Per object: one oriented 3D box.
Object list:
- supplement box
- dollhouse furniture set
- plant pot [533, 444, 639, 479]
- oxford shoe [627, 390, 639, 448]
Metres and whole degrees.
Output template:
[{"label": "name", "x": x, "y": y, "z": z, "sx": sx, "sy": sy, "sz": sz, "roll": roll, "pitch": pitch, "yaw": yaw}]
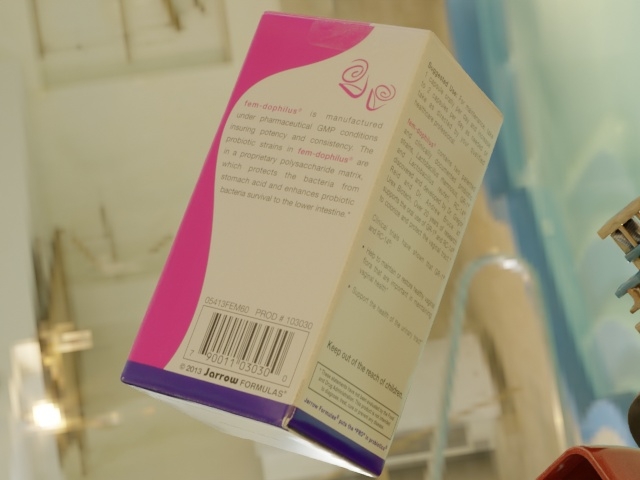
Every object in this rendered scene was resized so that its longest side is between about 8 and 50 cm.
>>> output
[{"label": "supplement box", "x": 0.000, "y": 0.000, "z": 0.920, "sx": 0.114, "sy": 0.111, "sz": 0.220, "roll": 37, "pitch": -110, "yaw": -55}, {"label": "dollhouse furniture set", "x": 0.366, "y": 0.008, "z": 1.736, "sx": 0.129, "sy": 0.129, "sz": 0.184, "roll": 50, "pitch": -158, "yaw": 4}, {"label": "plant pot", "x": 0.301, "y": 0.354, "z": 1.624, "sx": 0.267, "sy": 0.236, "sz": 0.267, "roll": -49, "pitch": 64, "yaw": 32}, {"label": "oxford shoe", "x": 0.258, "y": 0.125, "z": 0.869, "sx": 0.076, "sy": 0.212, "sz": 0.076, "roll": -48, "pitch": 0, "yaw": 43}]
